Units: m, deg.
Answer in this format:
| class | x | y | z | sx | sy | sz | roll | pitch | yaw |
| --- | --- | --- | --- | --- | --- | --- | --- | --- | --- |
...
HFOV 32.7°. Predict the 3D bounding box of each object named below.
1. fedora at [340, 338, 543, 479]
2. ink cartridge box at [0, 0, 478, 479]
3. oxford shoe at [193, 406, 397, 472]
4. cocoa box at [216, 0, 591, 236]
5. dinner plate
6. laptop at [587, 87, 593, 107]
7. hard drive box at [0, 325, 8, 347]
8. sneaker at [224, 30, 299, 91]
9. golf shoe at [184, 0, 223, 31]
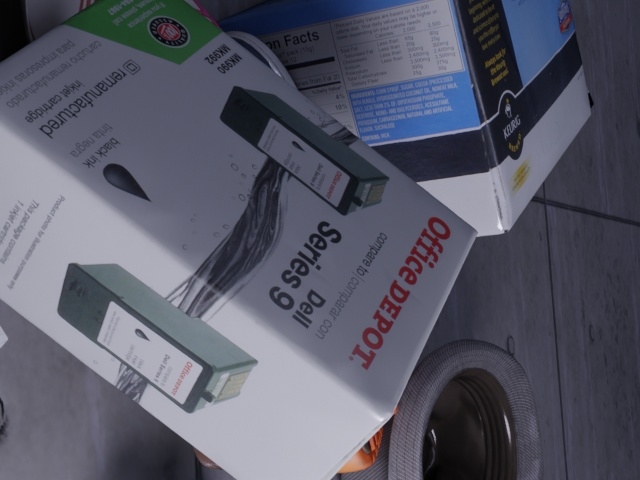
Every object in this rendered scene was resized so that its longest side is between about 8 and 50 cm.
| class | x | y | z | sx | sy | sz | roll | pitch | yaw |
| --- | --- | --- | --- | --- | --- | --- | --- | --- | --- |
| fedora | 0.112 | 0.226 | 1.110 | 0.275 | 0.124 | 0.243 | -20 | 100 | -54 |
| ink cartridge box | -0.066 | -0.007 | 0.680 | 0.289 | 0.121 | 0.211 | 37 | 38 | -2 |
| oxford shoe | -0.014 | 0.109 | 0.924 | 0.364 | 0.133 | 0.129 | -18 | 93 | -80 |
| cocoa box | 0.099 | -0.162 | 1.050 | 0.347 | 0.232 | 0.227 | -43 | 122 | -56 |
| dinner plate | -0.176 | -0.175 | 0.732 | 0.141 | 0.017 | 0.141 | 9 | 90 | -84 |
| laptop | 0.202 | -0.299 | 1.496 | 0.408 | 0.236 | 0.382 | -51 | 134 | -15 |
| hard drive box | -0.272 | 0.011 | 0.484 | 0.232 | 0.089 | 0.181 | 67 | 32 | -27 |
| sneaker | -0.072 | -0.047 | 0.866 | 0.163 | 0.086 | 0.226 | -37 | 118 | -61 |
| golf shoe | -0.089 | -0.139 | 0.797 | 0.067 | 0.086 | 0.186 | -37 | 89 | -28 |
